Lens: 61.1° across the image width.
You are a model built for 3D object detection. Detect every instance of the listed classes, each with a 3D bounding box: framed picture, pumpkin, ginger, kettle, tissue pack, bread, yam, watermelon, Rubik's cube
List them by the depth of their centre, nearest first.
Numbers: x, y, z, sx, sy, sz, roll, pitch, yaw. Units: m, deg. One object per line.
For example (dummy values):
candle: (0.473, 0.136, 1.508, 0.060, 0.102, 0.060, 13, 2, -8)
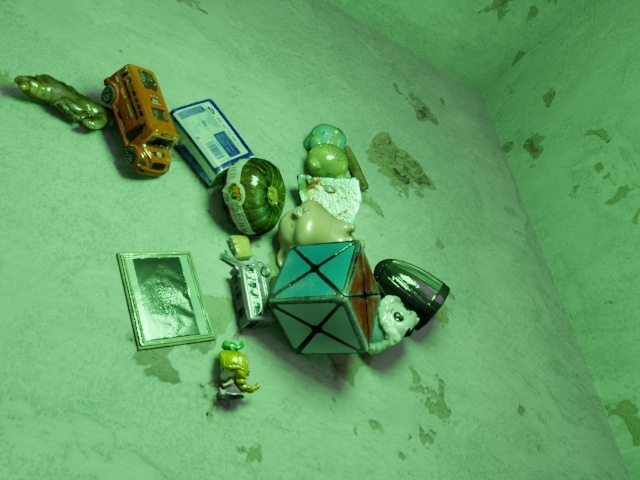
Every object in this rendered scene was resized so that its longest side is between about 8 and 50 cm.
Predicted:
framed picture: (-0.429, 0.155, 1.516, 0.231, 0.018, 0.293, -1, 60, -41)
Rubik's cube: (0.017, 0.174, 1.645, 0.259, 0.259, 0.255, -73, 147, -49)
ginger: (-0.750, -0.413, 1.648, 0.333, 0.080, 0.166, 28, 34, -33)
bread: (-0.258, 0.023, 1.760, 0.070, 0.035, 0.083, -7, 70, -43)
pumpkin: (-0.232, -0.151, 1.802, 0.260, 0.189, 0.261, -13, 105, -63)
tissue pack: (-0.386, -0.337, 1.865, 0.270, 0.137, 0.209, 51, 40, 0)
kettle: (0.306, 0.184, 2.008, 0.271, 0.207, 0.251, 39, 43, 5)
watermelon: (0.062, -0.145, 2.032, 0.319, 0.213, 0.290, 23, 41, -44)
yam: (0.148, -0.316, 2.376, 0.056, 0.057, 0.241, -1, 57, -41)

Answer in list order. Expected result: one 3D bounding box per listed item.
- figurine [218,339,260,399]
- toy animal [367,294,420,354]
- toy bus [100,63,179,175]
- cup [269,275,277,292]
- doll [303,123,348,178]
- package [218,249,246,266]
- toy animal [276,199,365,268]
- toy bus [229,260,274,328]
figurine: (-0.222, 0.350, 1.478, 0.114, 0.095, 0.156, 7, 58, -24)
toy animal: (0.221, 0.278, 1.846, 0.156, 0.204, 0.208, 57, 33, 6)
toy bus: (-0.547, -0.369, 1.684, 0.143, 0.153, 0.330, 1, 65, -62)
cup: (-0.144, 0.168, 1.739, 0.054, 0.075, 0.083, 8, 46, 11)
doll: (0.028, -0.349, 2.212, 0.177, 0.161, 0.261, 27, 42, -24)
package: (-0.269, 0.071, 1.719, 0.110, 0.015, 0.037, 34, 73, -16)
toy animal: (0.000, 0.000, 1.874, 0.326, 0.269, 0.237, 58, 28, -42)
toy bus: (-0.207, 0.166, 1.644, 0.108, 0.096, 0.199, 4, 59, -34)
